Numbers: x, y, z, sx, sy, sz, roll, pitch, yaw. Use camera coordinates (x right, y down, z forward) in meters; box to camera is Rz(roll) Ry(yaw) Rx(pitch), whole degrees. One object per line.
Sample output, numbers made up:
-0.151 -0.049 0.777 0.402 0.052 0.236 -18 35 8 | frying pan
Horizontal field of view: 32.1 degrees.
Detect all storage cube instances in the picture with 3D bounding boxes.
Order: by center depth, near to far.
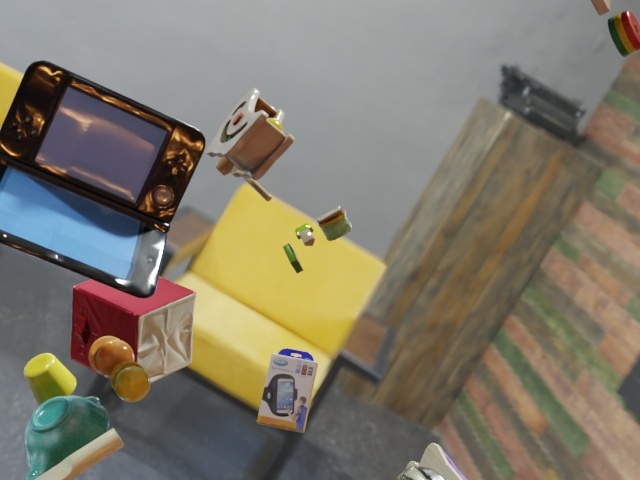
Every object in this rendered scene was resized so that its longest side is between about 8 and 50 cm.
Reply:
-0.405 0.187 2.409 0.193 0.183 0.215 20 24 30 | storage cube

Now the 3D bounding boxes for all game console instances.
-0.335 -0.093 1.631 0.293 0.250 0.173 23 6 -17 | game console

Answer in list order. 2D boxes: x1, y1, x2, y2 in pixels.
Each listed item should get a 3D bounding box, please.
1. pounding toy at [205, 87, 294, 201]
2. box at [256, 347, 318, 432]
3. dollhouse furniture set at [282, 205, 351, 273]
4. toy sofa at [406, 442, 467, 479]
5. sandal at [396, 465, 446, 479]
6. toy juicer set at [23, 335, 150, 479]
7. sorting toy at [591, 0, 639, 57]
-0.103 -0.175 2.044 0.155 0.154 0.269 39 -8 -19 | pounding toy
-0.054 0.249 1.873 0.081 0.136 0.028 10 -13 5 | box
0.000 0.000 2.275 0.058 0.152 0.076 61 0 45 | dollhouse furniture set
0.300 0.570 2.166 0.150 0.177 0.362 29 8 -38 | toy sofa
0.200 0.497 1.756 0.120 0.086 0.302 8 39 -31 | sandal
-0.337 0.267 1.609 0.329 0.209 0.089 -101 169 -57 | toy juicer set
0.283 -0.334 1.174 0.274 0.046 0.132 53 32 -23 | sorting toy
